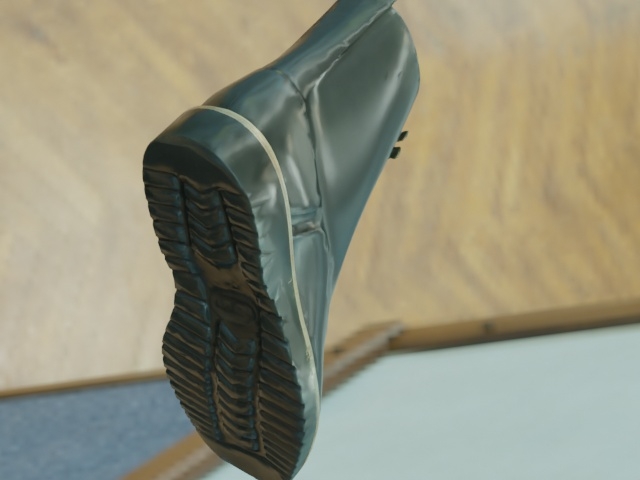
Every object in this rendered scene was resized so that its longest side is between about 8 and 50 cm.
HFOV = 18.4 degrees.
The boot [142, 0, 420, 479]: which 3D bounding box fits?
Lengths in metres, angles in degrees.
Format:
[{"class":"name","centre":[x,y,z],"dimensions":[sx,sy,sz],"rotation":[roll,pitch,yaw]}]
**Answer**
[{"class":"boot","centre":[0.000,0.000,0.831],"dimensions":[0.137,0.077,0.198],"rotation":[-46,150,-36]}]
